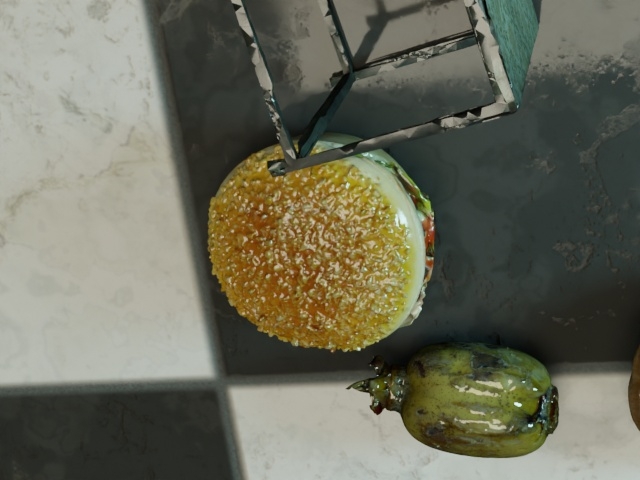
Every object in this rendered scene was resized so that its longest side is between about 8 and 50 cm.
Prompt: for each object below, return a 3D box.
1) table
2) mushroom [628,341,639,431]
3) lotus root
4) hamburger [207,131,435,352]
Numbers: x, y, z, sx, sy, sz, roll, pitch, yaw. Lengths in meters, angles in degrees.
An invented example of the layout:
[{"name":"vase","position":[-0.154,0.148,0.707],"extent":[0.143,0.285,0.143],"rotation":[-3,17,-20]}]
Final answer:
[{"name":"table","position":[0.073,-0.257,1.502],"extent":[0.272,0.335,0.222],"rotation":[-13,110,18]},{"name":"mushroom","position":[0.524,0.174,1.699],"extent":[0.278,0.146,0.278],"rotation":[1,104,6]},{"name":"lotus root","position":[0.176,0.207,1.790],"extent":[0.278,0.154,0.154],"rotation":[5,114,9]},{"name":"hamburger","position":[0.000,0.000,1.718],"extent":[0.302,0.170,0.302],"rotation":[5,113,11]}]
